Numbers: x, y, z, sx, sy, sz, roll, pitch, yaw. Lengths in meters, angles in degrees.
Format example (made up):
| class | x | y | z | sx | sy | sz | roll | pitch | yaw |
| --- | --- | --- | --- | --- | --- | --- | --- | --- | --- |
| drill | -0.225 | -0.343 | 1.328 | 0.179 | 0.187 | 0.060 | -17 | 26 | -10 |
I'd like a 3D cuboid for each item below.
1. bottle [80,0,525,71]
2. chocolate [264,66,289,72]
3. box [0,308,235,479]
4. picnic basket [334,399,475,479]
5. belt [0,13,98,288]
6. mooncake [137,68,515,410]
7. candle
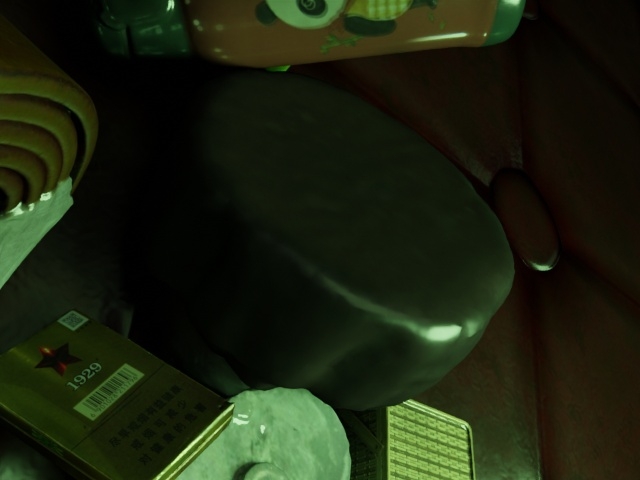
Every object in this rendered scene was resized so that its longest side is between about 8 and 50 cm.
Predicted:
| class | x | y | z | sx | sy | sz | roll | pitch | yaw |
| --- | --- | --- | --- | --- | --- | --- | --- | --- | --- |
| bottle | -0.018 | -0.206 | 0.633 | 0.144 | 0.336 | 0.144 | 172 | -90 | -89 |
| chocolate | -0.066 | -0.364 | 0.785 | 0.288 | 0.137 | 0.301 | 41 | 45 | -22 |
| box | -0.132 | 0.098 | 0.483 | 0.133 | 0.023 | 0.090 | 27 | 35 | 17 |
| picnic basket | 0.061 | 0.211 | 0.632 | 0.115 | 0.079 | 0.164 | 27 | 51 | -34 |
| belt | -0.233 | -0.022 | 0.336 | 0.122 | 0.217 | 0.338 | 43 | 24 | 3 |
| mooncake | 0.000 | 0.000 | 0.612 | 0.283 | 0.141 | 0.283 | 23 | 35 | -17 |
| candle | -0.059 | 0.177 | 0.538 | 0.168 | 0.068 | 0.192 | 33 | 44 | -27 |
